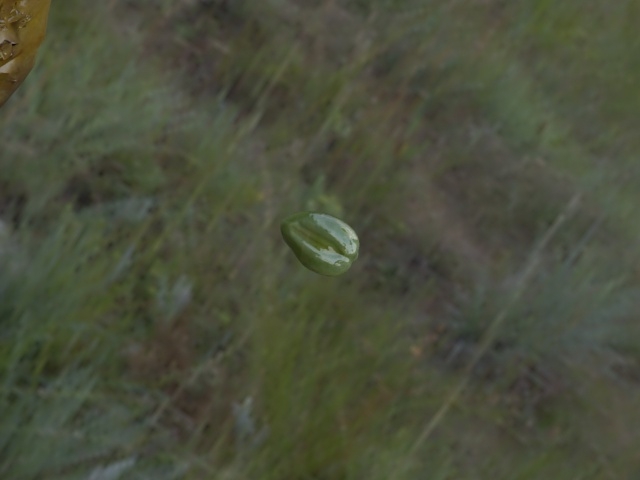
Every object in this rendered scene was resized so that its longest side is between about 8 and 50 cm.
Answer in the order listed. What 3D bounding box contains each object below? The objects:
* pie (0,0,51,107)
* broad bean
[{"bbox_3d":[-0.266,-0.149,0.920,0.273,0.273,0.069,31,39,-7],"label":"pie"},{"bbox_3d":[0.000,0.000,1.358,0.063,0.045,0.083,23,3,-16],"label":"broad bean"}]
